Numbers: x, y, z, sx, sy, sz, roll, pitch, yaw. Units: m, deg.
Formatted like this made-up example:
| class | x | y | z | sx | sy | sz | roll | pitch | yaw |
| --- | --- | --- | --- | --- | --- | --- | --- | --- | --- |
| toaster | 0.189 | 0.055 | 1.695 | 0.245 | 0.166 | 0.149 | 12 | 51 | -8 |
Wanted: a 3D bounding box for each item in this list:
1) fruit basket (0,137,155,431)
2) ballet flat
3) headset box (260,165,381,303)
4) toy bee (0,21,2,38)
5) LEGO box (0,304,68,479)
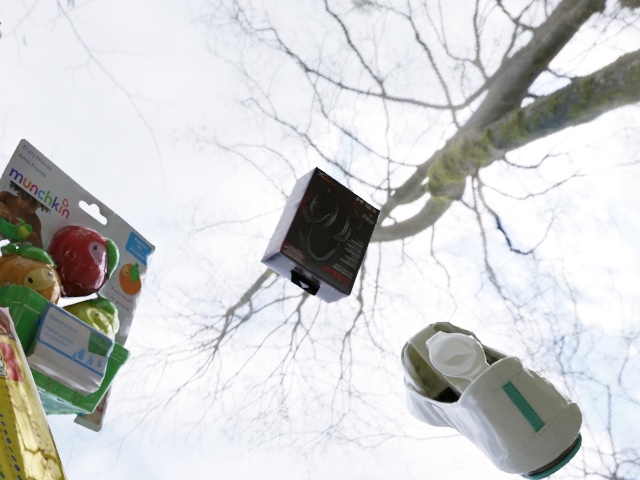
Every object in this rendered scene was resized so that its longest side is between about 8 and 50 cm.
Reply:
| class | x | y | z | sx | sy | sz | roll | pitch | yaw |
| --- | --- | --- | --- | --- | --- | --- | --- | --- | --- |
| fruit basket | -0.391 | 0.073 | 1.033 | 0.327 | 0.165 | 0.353 | 50 | -135 | -45 |
| ballet flat | 0.165 | 0.156 | 0.793 | 0.139 | 0.400 | 0.139 | 0 | -92 | -8 |
| headset box | 0.000 | 0.000 | 0.479 | 0.062 | 0.032 | 0.083 | 34 | -122 | -19 |
| toy bee | -0.502 | -0.378 | 0.800 | 0.195 | 0.298 | 0.162 | 2 | -99 | -13 |
| LEGO box | -0.378 | 0.325 | 0.534 | 0.193 | 0.372 | 0.500 | 29 | -163 | -51 |
